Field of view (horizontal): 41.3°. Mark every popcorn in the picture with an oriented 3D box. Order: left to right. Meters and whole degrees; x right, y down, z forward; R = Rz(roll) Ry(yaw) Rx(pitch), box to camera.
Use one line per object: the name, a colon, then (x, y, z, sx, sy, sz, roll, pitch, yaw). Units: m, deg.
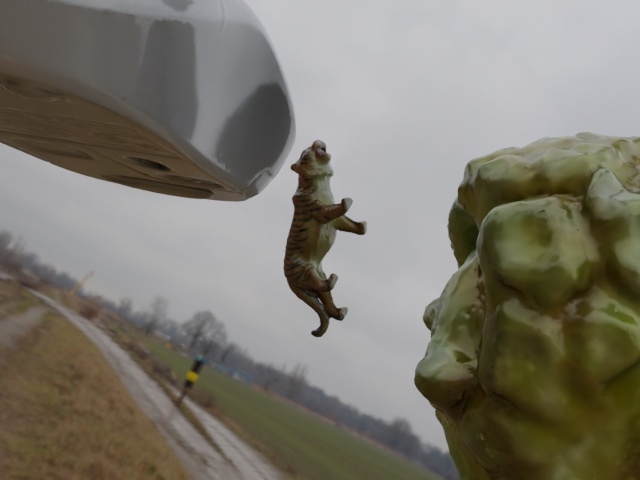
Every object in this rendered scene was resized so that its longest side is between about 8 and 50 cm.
popcorn: (0.202, 0.089, 0.594, 0.279, 0.274, 0.336, -110, -178, -70)

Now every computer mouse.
computer mouse: (-0.112, -0.101, 0.435, 0.184, 0.121, 0.297, 12, -7, 21)

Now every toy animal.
toy animal: (0.000, 0.000, 1.047, 0.099, 0.241, 0.056, 20, 18, 38)
